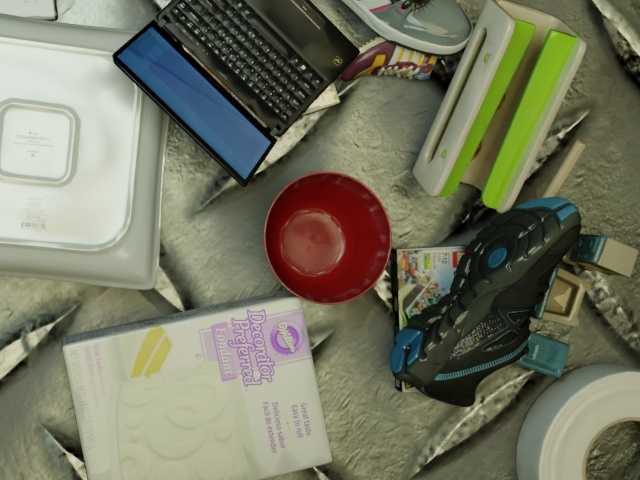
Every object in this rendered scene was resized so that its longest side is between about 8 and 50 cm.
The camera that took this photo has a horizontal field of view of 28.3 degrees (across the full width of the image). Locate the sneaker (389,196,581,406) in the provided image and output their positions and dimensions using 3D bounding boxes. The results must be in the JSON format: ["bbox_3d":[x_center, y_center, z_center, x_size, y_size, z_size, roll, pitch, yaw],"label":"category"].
[{"bbox_3d":[0.248,0.085,1.763,0.139,0.125,0.341,35,106,-24],"label":"sneaker"}]

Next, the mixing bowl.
[{"bbox_3d":[0.000,0.000,1.765,0.181,0.098,0.181,1,86,-14],"label":"mixing bowl"}]

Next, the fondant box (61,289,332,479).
[{"bbox_3d":[-0.170,0.219,1.744,0.330,0.096,0.238,-12,94,-12],"label":"fondant box"}]

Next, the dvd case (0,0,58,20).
[{"bbox_3d":[-0.487,-0.374,1.694,0.253,0.022,0.180,-7,93,-11],"label":"dvd case"}]

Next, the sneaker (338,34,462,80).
[{"bbox_3d":[0.115,-0.256,1.800,0.185,0.069,0.084,-28,91,-9],"label":"sneaker"}]

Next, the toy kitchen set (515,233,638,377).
[{"bbox_3d":[0.337,0.087,1.809,0.122,0.166,0.207,19,88,-12],"label":"toy kitchen set"}]

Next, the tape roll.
[{"bbox_3d":[0.438,0.325,1.873,0.286,0.100,0.286,0,92,-11],"label":"tape roll"}]

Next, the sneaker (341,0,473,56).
[{"bbox_3d":[0.097,-0.381,1.705,0.295,0.178,0.124,35,68,3],"label":"sneaker"}]

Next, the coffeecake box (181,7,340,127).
[{"bbox_3d":[-0.085,-0.227,1.760,0.185,0.068,0.142,-19,95,-11],"label":"coffeecake box"}]

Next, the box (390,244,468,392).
[{"bbox_3d":[0.163,0.112,1.839,0.114,0.036,0.207,-3,93,-12],"label":"box"}]

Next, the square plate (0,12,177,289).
[{"bbox_3d":[-0.365,-0.121,1.630,0.347,0.049,0.344,6,85,-16],"label":"square plate"}]

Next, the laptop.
[{"bbox_3d":[-0.102,-0.241,1.651,0.234,0.136,0.264,44,82,-10],"label":"laptop"}]

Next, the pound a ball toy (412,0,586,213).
[{"bbox_3d":[0.266,-0.160,1.784,0.208,0.136,0.319,12,116,-21],"label":"pound a ball toy"}]
